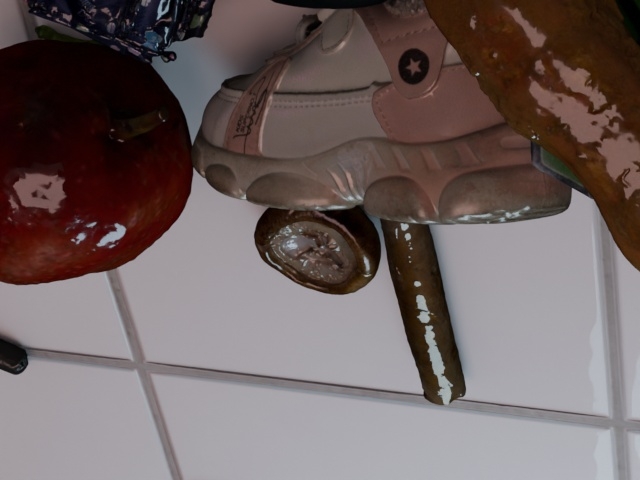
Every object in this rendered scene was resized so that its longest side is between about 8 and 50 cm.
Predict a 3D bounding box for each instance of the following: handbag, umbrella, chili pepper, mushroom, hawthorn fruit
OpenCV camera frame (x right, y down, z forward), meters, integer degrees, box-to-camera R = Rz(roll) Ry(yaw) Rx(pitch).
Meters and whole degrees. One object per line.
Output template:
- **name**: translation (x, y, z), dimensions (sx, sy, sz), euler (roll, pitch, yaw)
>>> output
- **handbag**: translation (-0.137, -0.255, 1.317), dimensions (0.162, 0.113, 0.260), euler (21, 128, -5)
- **umbrella**: translation (-0.372, 0.109, 1.811), dimensions (0.133, 0.031, 0.036), euler (23, 134, 4)
- **chili pepper**: translation (-0.211, -0.177, 1.486), dimensions (0.083, 0.017, 0.030), euler (9, 132, 17)
- **mushroom**: translation (0.000, 0.000, 1.531), dimensions (0.123, 0.052, 0.123), euler (16, 142, 13)
- **hawthorn fruit**: translation (-0.200, -0.069, 1.420), dimensions (0.230, 0.210, 0.266), euler (3, 173, -43)

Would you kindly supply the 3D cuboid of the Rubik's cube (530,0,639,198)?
- **Rubik's cube**: translation (0.272, -0.136, 1.108), dimensions (0.319, 0.319, 0.264), euler (36, 167, -10)

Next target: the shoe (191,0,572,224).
- **shoe**: translation (0.049, -0.122, 1.335), dimensions (0.351, 0.172, 0.198), euler (9, 99, 42)

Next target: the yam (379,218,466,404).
- **yam**: translation (0.090, 0.047, 1.538), dimensions (0.046, 0.046, 0.264), euler (3, 132, 22)

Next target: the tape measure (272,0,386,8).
- **tape measure**: translation (0.004, -0.265, 1.169), dimensions (0.135, 0.223, 0.202), euler (1, 133, 13)

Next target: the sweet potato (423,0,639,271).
- **sweet potato**: translation (0.120, -0.128, 0.982), dimensions (0.095, 0.106, 0.354), euler (-33, 79, 0)
